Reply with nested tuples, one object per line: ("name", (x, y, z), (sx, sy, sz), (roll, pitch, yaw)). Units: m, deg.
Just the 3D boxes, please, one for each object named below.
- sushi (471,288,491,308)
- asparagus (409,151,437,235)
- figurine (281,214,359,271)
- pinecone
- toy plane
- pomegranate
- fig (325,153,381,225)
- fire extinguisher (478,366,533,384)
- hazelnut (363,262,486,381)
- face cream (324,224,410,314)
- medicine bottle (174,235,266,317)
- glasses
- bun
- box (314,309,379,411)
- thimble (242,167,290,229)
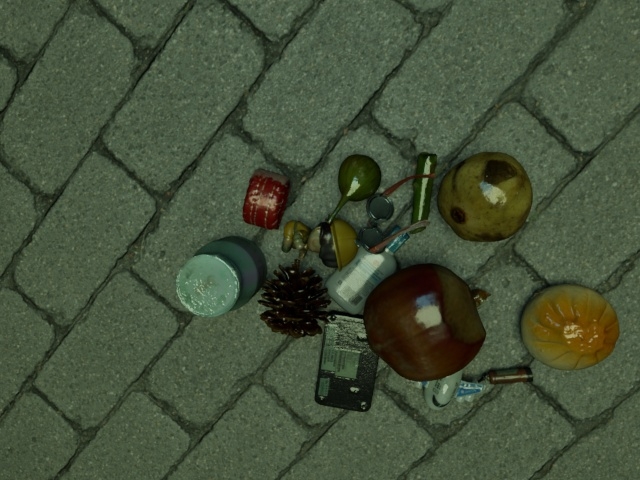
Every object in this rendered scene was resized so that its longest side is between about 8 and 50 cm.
("sushi", (0.524, 0.206, 1.406), (0.117, 0.061, 0.060), (-31, 104, 29))
("asparagus", (0.339, -0.152, 1.366), (0.067, 0.060, 0.278), (2, 100, -5))
("figurine", (0.002, -0.005, 1.364), (0.256, 0.192, 0.167), (17, 81, 14))
("pinecone", (-0.091, 0.194, 1.370), (0.263, 0.264, 0.265), (1, 99, 6))
("toy plane", (0.434, 0.467, 1.421), (0.266, 0.123, 0.267), (1, 101, 7))
("pomegranate", (0.500, -0.128, 1.247), (0.280, 0.281, 0.282), (1, 99, 6))
("fig", (0.085, -0.167, 1.296), (0.151, 0.151, 0.259), (47, 59, -3))
("fire extinguisher", (0.644, 0.477, 1.438), (0.177, 0.050, 0.062), (-7, 136, 8))
("hazelnut", (0.323, 0.253, 1.297), (0.364, 0.366, 0.367), (1, 99, 6))
("face cream", (0.170, 0.090, 1.409), (0.163, 0.080, 0.337), (41, 100, 0))
("medicine bottle", (-0.325, 0.120, 1.358), (0.244, 0.290, 0.245), (1, 98, 6))
("glasses", (0.223, -0.098, 1.261), (0.117, 0.268, 0.234), (25, 61, -13))
("bun", (0.812, 0.288, 1.332), (0.298, 0.165, 0.300), (1, 97, 5))
("box", (0.101, 0.435, 1.482), (0.211, 0.058, 0.351), (8, 99, 5))
("thimble", (-0.180, -0.136, 1.369), (0.124, 0.163, 0.190), (15, 100, 2))
